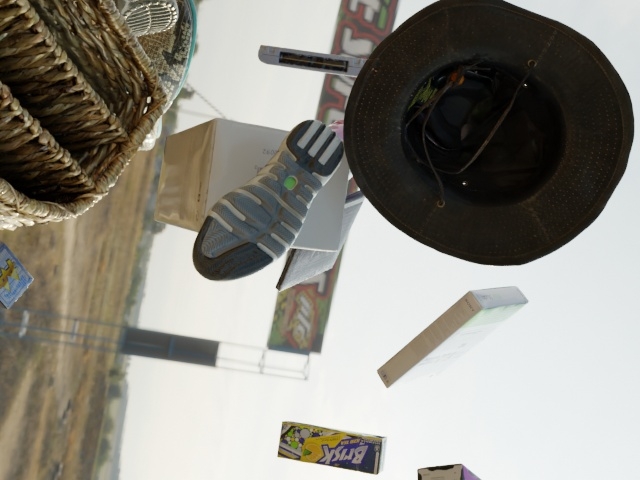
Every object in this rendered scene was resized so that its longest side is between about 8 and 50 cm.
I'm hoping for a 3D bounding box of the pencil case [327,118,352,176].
[{"bbox_3d":[0.005,-0.146,1.396,0.284,0.124,0.124,-45,158,-57],"label":"pencil case"}]

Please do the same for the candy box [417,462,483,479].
[{"bbox_3d":[0.190,0.435,0.961,0.071,0.159,0.233,-17,-131,26],"label":"candy box"}]

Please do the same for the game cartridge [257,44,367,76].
[{"bbox_3d":[-0.019,-0.489,1.989,0.196,0.294,0.060,-88,-174,-73],"label":"game cartridge"}]

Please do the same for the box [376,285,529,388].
[{"bbox_3d":[0.308,0.224,1.702,0.322,0.232,0.058,-45,-118,30],"label":"box"}]

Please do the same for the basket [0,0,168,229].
[{"bbox_3d":[-0.316,-0.147,0.775,0.299,0.223,0.213,69,14,-60],"label":"basket"}]

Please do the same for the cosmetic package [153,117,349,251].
[{"bbox_3d":[-0.117,-0.077,1.080,0.365,0.197,0.155,-167,-96,-67],"label":"cosmetic package"}]

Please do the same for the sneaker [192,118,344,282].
[{"bbox_3d":[-0.065,-0.025,0.801,0.229,0.086,0.132,-49,-175,-30],"label":"sneaker"}]

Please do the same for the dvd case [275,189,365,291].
[{"bbox_3d":[0.000,0.000,1.484,0.018,0.164,0.221,45,-47,23],"label":"dvd case"}]

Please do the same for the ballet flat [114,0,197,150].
[{"bbox_3d":[-0.360,-0.282,1.351,0.164,0.182,0.483,61,-29,7],"label":"ballet flat"}]

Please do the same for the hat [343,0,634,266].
[{"bbox_3d":[0.198,-0.133,0.902,0.134,0.331,0.331,-60,166,-73],"label":"hat"}]

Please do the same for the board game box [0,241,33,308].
[{"bbox_3d":[-0.463,0.002,0.905,0.194,0.194,0.060,104,8,-47],"label":"board game box"}]

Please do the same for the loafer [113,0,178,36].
[{"bbox_3d":[-0.252,-0.364,1.010,0.251,0.094,0.087,133,-58,-74],"label":"loafer"}]

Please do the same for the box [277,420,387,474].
[{"bbox_3d":[0.020,0.332,1.175,0.054,0.169,0.059,35,61,-71],"label":"box"}]
